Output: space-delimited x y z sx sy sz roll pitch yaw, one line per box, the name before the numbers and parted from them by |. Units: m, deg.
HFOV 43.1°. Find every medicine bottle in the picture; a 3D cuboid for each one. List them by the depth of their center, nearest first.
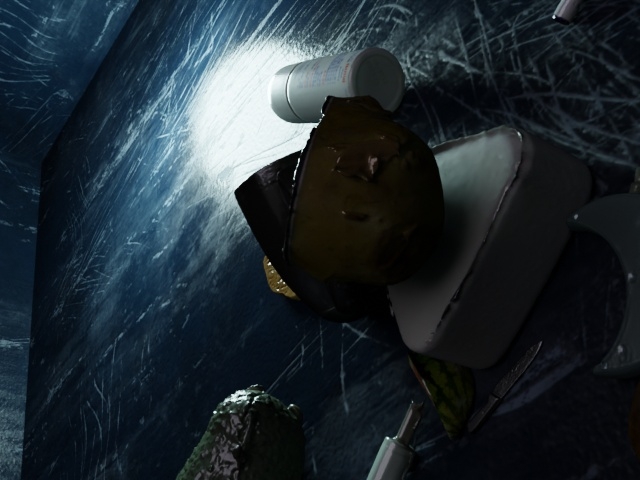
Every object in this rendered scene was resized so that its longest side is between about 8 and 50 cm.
medicine bottle | 0.013 -0.298 1.599 0.341 0.130 0.130 8 81 56

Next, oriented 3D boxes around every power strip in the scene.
power strip | 0.380 0.032 0.966 0.167 0.054 0.253 -27 53 44

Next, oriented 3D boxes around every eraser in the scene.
eraser | 0.226 -0.024 1.138 0.331 0.150 0.331 -34 48 47

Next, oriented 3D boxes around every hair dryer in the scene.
hair dryer | 0.084 0.397 1.193 0.173 0.107 0.357 16 81 55

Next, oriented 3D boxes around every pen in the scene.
pen | 0.418 -0.437 1.166 0.269 0.033 0.033 -62 34 15

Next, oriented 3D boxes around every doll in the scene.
doll | -0.138 0.427 1.380 0.247 0.247 0.350 11 87 57

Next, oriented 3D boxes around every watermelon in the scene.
watermelon | 0.164 0.200 1.184 0.087 0.069 0.163 -57 33 20

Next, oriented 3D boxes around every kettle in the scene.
kettle | 0.000 0.000 1.346 0.268 0.207 0.290 66 180 -84

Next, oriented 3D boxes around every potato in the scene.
potato | 0.071 -0.061 1.097 0.300 0.196 0.247 -72 -4 -59

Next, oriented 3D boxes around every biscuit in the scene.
biscuit | -0.049 0.046 1.611 0.220 0.029 0.142 7 81 57

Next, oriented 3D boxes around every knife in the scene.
knife | 0.251 0.201 1.110 0.170 0.010 0.023 -56 42 19

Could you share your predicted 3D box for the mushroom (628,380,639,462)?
mushroom | 0.386 0.160 0.863 0.072 0.094 0.210 30 103 54
